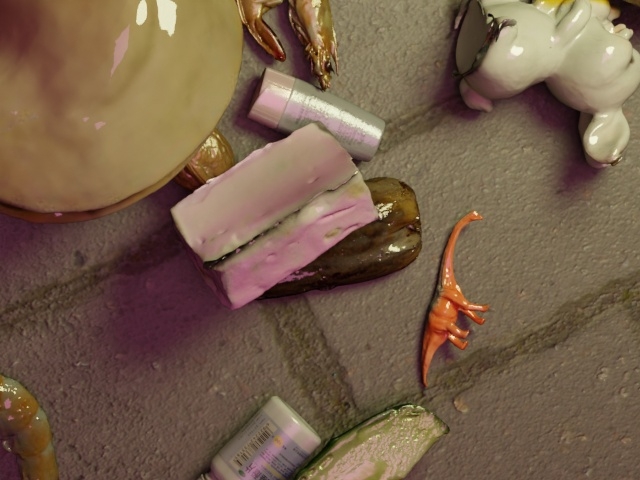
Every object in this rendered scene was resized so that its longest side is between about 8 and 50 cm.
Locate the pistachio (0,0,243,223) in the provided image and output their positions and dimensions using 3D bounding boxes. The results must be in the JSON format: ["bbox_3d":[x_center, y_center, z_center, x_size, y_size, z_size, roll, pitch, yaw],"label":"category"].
[{"bbox_3d":[-0.312,-0.228,1.647,0.445,0.281,0.365,-41,89,-8],"label":"pistachio"}]

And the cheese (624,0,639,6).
[{"bbox_3d":[0.509,-0.406,1.832,0.218,0.235,0.117,-7,119,-47],"label":"cheese"}]

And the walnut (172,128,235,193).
[{"bbox_3d":[-0.175,-0.119,1.777,0.105,0.105,0.124,-35,115,-6],"label":"walnut"}]

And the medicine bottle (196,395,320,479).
[{"bbox_3d":[-0.096,0.329,1.830,0.186,0.103,0.103,-45,101,-4],"label":"medicine bottle"}]

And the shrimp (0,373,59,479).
[{"bbox_3d":[-0.488,0.281,1.783,0.287,0.068,0.185,32,93,-22],"label":"shrimp"}]

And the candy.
[{"bbox_3d":[-0.067,-0.040,1.731,0.265,0.155,0.115,-34,138,-8],"label":"candy"}]

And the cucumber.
[{"bbox_3d":[0.042,0.359,1.859,0.325,0.105,0.145,-43,99,-7],"label":"cucumber"}]

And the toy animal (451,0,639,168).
[{"bbox_3d":[0.353,-0.258,1.825,0.310,0.183,0.247,18,97,-17],"label":"toy animal"}]

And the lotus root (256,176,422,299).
[{"bbox_3d":[-0.001,0.000,1.830,0.330,0.078,0.167,-16,96,-9],"label":"lotus root"}]

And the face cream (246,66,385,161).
[{"bbox_3d":[-0.006,-0.182,1.823,0.198,0.057,0.084,23,89,-10],"label":"face cream"}]

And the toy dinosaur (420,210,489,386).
[{"bbox_3d":[0.207,0.095,1.887,0.101,0.055,0.279,25,93,11],"label":"toy dinosaur"}]

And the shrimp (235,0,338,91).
[{"bbox_3d":[-0.047,-0.323,1.803,0.133,0.053,0.236,-21,96,-10],"label":"shrimp"}]
